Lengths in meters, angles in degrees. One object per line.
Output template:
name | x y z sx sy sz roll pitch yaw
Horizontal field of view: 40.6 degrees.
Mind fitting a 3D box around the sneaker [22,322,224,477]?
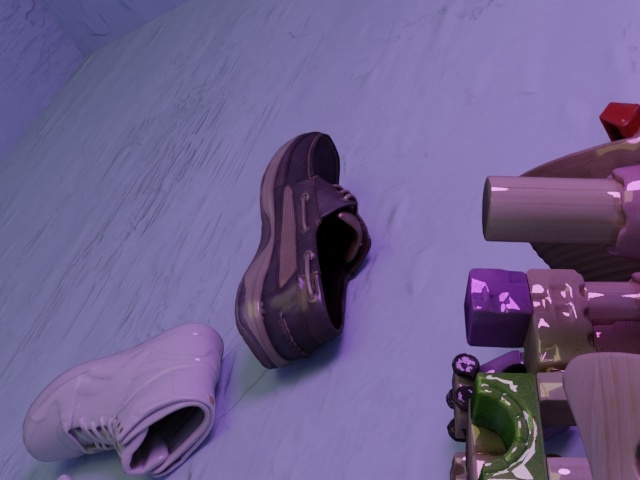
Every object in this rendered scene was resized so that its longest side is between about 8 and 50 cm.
sneaker | -0.250 0.221 1.035 0.292 0.108 0.169 -30 28 12

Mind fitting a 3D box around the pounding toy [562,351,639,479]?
pounding toy | 0.180 0.174 0.314 0.154 0.155 0.269 -38 48 47

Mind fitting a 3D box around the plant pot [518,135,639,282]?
plant pot | 0.278 -0.007 0.714 0.237 0.237 0.109 -15 75 35

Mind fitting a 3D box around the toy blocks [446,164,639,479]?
toy blocks | 0.230 0.139 0.564 0.260 0.309 0.288 1 51 2

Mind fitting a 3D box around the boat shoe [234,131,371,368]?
boat shoe | 0.000 0.000 1.068 0.130 0.132 0.355 -12 47 23

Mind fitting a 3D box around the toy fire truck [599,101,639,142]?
toy fire truck | 0.398 -0.140 0.877 0.135 0.047 0.192 -47 32 -13

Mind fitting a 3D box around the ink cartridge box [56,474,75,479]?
ink cartridge box | -0.232 0.371 0.801 0.197 0.114 0.273 -47 30 -16
